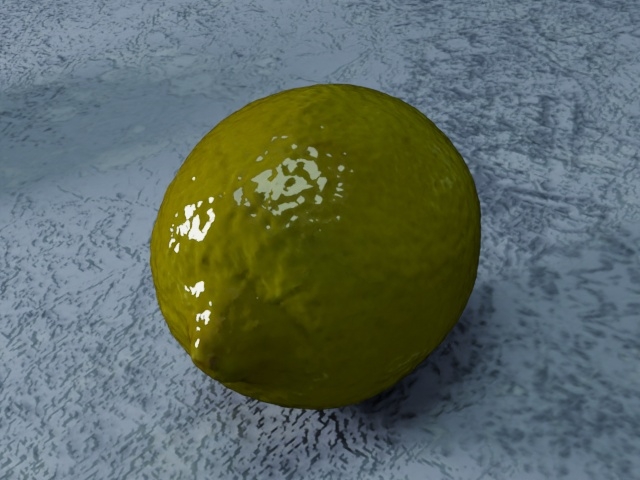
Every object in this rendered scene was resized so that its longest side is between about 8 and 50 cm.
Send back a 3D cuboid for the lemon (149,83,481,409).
[{"bbox_3d":[0.000,0.000,0.628,0.187,0.187,0.244,10,35,32],"label":"lemon"}]
